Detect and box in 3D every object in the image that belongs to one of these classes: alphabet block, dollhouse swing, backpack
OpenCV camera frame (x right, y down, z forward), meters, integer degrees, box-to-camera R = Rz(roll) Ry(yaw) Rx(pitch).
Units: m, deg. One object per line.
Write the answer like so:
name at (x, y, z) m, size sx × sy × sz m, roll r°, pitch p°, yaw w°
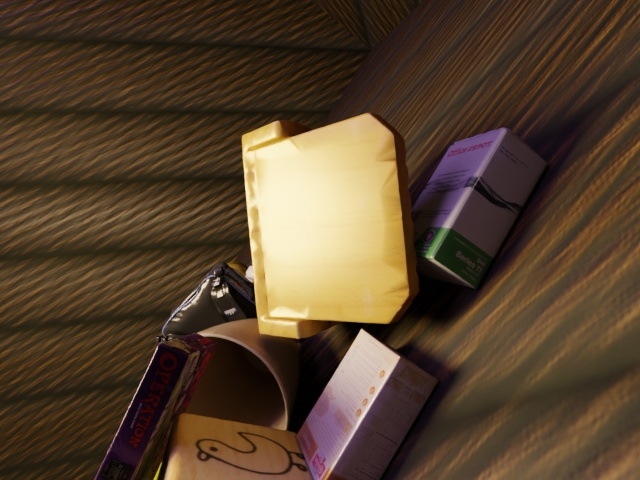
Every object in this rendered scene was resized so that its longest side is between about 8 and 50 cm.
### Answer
alphabet block at (-0.120, 0.363, 0.599) m, size 0.197 × 0.192 × 0.193 m, roll -164°, pitch 92°, yaw -74°
dollhouse swing at (0.047, -0.026, 0.824) m, size 0.305 × 0.346 × 0.315 m, roll -6°, pitch -2°, yaw 26°
backpack at (-0.243, 0.217, 1.255) m, size 0.276 × 0.263 × 0.213 m, roll -45°, pitch 10°, yaw 16°

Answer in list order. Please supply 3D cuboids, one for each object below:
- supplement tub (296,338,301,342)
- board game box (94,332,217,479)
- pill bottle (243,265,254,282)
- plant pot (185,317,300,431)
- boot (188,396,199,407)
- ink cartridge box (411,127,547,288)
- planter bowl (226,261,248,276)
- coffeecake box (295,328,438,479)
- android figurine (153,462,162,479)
supplement tub at (-0.057, 0.179, 1.111) m, size 0.107 × 0.071 × 0.071 m, roll -63°, pitch 16°, yaw -24°
board game box at (-0.252, 0.302, 0.654) m, size 0.208 × 0.056 × 0.347 m, roll 139°, pitch 155°, yaw -81°
pill bottle at (-0.262, 0.198, 1.646) m, size 0.208 × 0.117 × 0.117 m, roll -62°, pitch 15°, yaw -19°
plant pot at (-0.143, 0.256, 0.930) m, size 0.256 × 0.256 × 0.274 m, roll -52°, pitch -4°, yaw 17°
boot at (-0.229, 0.322, 1.049) m, size 0.115 × 0.112 × 0.305 m, roll -50°, pitch -24°, yaw 3°
ink cartridge box at (0.209, -0.046, 0.695) m, size 0.208 × 0.087 × 0.153 m, roll -58°, pitch 14°, yaw -5°
planter bowl at (-0.304, 0.193, 1.758) m, size 0.090 × 0.217 × 0.217 m, roll 13°, pitch 66°, yaw 37°
coffeecake box at (0.055, 0.229, 0.636) m, size 0.185 × 0.068 × 0.142 m, roll -57°, pitch 14°, yaw -5°
android figurine at (-0.215, 0.410, 0.803) m, size 0.056 × 0.273 × 0.248 m, roll -31°, pitch -59°, yaw -67°
